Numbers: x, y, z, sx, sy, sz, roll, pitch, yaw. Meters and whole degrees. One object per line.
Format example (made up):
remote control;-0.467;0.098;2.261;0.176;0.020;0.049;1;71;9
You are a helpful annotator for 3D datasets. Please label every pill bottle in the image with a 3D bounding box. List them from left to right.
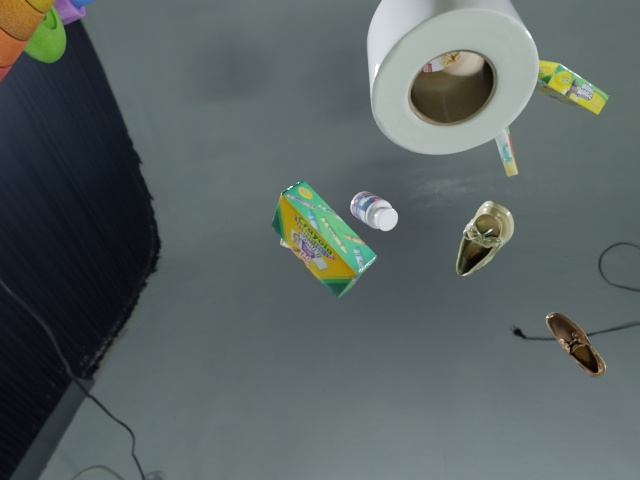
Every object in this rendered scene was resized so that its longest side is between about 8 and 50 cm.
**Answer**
pill bottle;0.196;-0.104;1.499;0.108;0.108;0.180;-25;31;-15

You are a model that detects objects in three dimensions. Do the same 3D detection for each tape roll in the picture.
tape roll;0.200;-0.287;0.675;0.246;0.246;0.169;-6;52;9

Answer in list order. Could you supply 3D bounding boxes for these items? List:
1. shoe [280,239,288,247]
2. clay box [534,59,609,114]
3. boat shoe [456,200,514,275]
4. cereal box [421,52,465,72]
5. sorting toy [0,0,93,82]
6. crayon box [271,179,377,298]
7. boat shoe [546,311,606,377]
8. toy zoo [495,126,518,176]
shoe;-0.110;-0.074;1.681;0.058;0.219;0.076;14;0;-30
clay box;0.546;-0.368;0.967;0.222;0.053;0.127;14;23;-27
boat shoe;0.434;0.007;1.114;0.089;0.285;0.104;-41;60;-19
cereal box;0.365;-0.468;1.105;0.240;0.047;0.173;3;67;-1
sorting toy;-0.297;-0.277;0.455;0.126;0.127;0.365;-22;35;3
crayon box;0.000;0.000;1.078;0.081;0.165;0.278;-36;76;-31
boat shoe;0.635;0.256;1.030;0.064;0.060;0.178;-41;62;21
toy zoo;0.527;-0.322;1.207;0.030;0.192;0.293;-14;45;29
